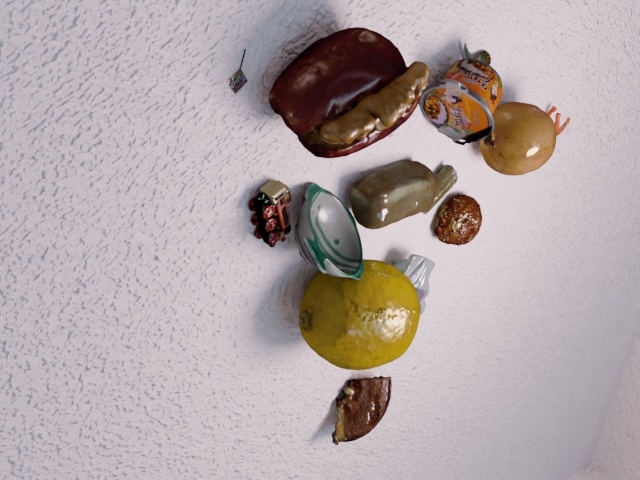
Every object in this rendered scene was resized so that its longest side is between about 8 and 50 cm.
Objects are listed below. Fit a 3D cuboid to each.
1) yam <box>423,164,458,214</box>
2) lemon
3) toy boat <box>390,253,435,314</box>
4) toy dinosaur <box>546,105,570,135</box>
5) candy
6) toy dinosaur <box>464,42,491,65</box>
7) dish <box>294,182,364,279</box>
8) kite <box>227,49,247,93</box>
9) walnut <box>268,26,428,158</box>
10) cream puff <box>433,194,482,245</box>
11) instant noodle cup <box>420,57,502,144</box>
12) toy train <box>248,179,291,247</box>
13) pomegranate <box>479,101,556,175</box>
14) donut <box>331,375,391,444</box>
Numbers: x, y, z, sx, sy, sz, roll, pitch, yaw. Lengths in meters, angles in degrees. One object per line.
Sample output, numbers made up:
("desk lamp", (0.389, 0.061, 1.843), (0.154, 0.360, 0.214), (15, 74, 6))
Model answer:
("yam", (0.281, -0.123, 2.106), (0.132, 0.054, 0.054), (-47, 142, -12))
("lemon", (0.081, 0.163, 1.930), (0.310, 0.253, 0.254), (2, 115, -32))
("toy boat", (0.177, 0.160, 2.156), (0.199, 0.100, 0.290), (18, 103, -53))
("toy dinosaur", (0.622, -0.312, 2.353), (0.279, 0.055, 0.101), (-23, 141, -39))
("candy", (0.166, -0.104, 1.944), (0.234, 0.102, 0.104), (-19, 127, -40))
("toy dinosaur", (0.373, -0.403, 2.020), (0.106, 0.044, 0.187), (-49, 132, -33))
("dish", (0.000, 0.000, 1.803), (0.224, 0.078, 0.246), (62, 27, -9))
("kite", (-0.140, -0.299, 1.544), (0.044, 0.002, 0.078), (24, 97, -53))
("walnut", (0.059, -0.259, 1.597), (0.269, 0.244, 0.222), (-40, 141, -15))
("cream puff", (0.360, -0.046, 2.225), (0.149, 0.084, 0.149), (-26, 131, -34))
("instant noodle cup", (0.328, -0.324, 1.930), (0.126, 0.177, 0.208), (-57, 168, -23))
("toy train", (-0.095, -0.051, 1.738), (0.087, 0.050, 0.138), (-39, 140, -28))
("pomegranate", (0.486, -0.248, 2.138), (0.191, 0.191, 0.191), (-28, 135, -33))
("donut", (0.117, 0.446, 2.277), (0.126, 0.144, 0.187), (19, 75, -73))
